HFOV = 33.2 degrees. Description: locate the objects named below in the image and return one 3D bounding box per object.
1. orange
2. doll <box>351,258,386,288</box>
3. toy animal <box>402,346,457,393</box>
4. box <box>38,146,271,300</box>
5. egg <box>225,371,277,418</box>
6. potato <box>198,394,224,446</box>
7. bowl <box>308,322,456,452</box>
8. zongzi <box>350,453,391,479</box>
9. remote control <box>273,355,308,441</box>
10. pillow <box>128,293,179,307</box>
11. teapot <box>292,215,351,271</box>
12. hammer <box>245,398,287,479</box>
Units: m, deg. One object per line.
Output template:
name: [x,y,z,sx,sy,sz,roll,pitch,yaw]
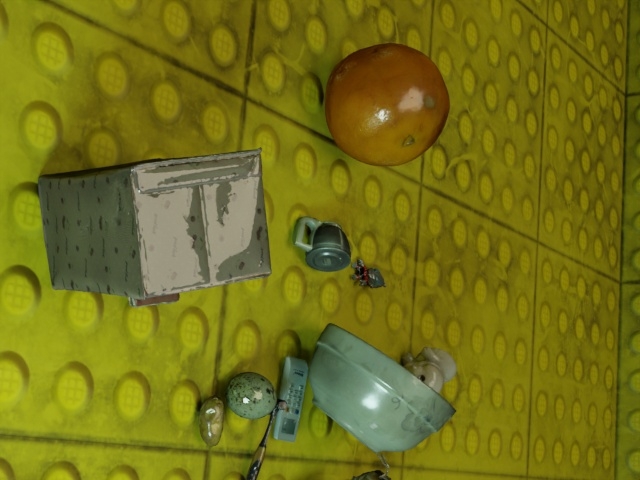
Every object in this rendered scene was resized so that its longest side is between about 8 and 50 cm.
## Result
orange: [0.137,-0.278,2.224,0.261,0.261,0.261,7,82,-54]
doll: [0.110,0.079,2.347,0.114,0.039,0.057,24,25,-42]
toy animal: [0.215,0.335,2.412,0.221,0.104,0.130,-52,129,-43]
box: [-0.247,-0.027,1.591,0.225,0.297,0.190,-11,96,-38]
egg: [-0.125,0.284,1.961,0.110,0.085,0.085,30,63,-55]
potato: [-0.194,0.317,1.897,0.045,0.047,0.092,-158,-107,-83]
bowl: [0.097,0.306,2.117,0.163,0.307,0.307,-52,133,-7]
zongzi: [0.028,0.552,2.048,0.111,0.247,0.241,45,38,19]
remote control: [-0.061,0.309,2.096,0.061,0.029,0.162,24,73,-49]
pillow: [-0.287,-0.004,1.795,0.126,0.043,0.232,-13,98,-55]
teapot: [0.008,-0.002,2.171,0.124,0.092,0.090,50,33,-48]
hammer: [-0.112,0.390,2.000,0.021,0.078,0.201,24,76,-17]
